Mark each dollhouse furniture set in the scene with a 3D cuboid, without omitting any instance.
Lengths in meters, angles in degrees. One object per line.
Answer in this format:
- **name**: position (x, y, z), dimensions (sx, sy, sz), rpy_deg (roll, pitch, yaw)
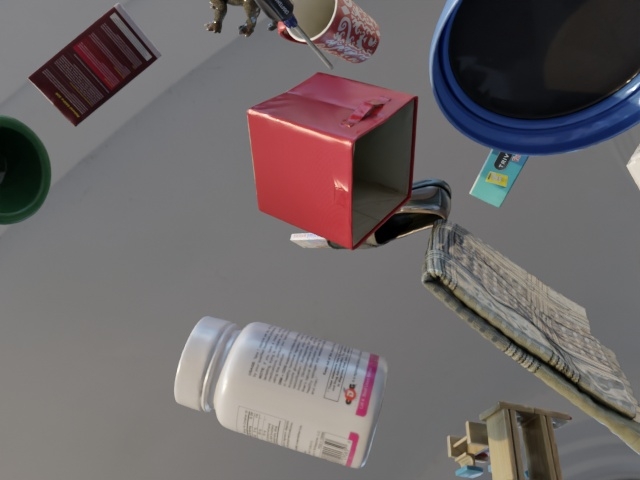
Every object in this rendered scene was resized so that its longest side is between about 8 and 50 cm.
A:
- **dollhouse furniture set**: position (0.306, 0.360, 0.913), dimensions (0.129, 0.129, 0.183), rpy_deg (12, -38, -9)

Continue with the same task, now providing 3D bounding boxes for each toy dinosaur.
- **toy dinosaur**: position (-0.135, -0.468, 1.047), dimensions (0.314, 0.121, 0.160), rpy_deg (19, -37, -1)

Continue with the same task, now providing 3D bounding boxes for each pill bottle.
- **pill bottle**: position (-0.054, 0.212, 0.832), dimensions (0.283, 0.160, 0.160), rpy_deg (15, -71, 6)

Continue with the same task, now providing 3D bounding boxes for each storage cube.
- **storage cube**: position (0.021, -0.130, 0.898), dimensions (0.184, 0.193, 0.214), rpy_deg (-41, -38, -39)

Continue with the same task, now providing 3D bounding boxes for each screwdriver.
- **screwdriver**: position (-0.018, -0.168, 0.463), dimensions (0.170, 0.024, 0.025), rpy_deg (28, -104, -69)

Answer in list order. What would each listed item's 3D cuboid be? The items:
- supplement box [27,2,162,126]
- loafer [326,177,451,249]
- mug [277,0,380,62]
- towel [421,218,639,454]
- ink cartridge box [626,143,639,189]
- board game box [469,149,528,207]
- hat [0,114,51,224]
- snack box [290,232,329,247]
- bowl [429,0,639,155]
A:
- **supplement box**: position (-0.465, -0.365, 1.188), dimensions (0.239, 0.073, 0.130), rpy_deg (-39, -66, 0)
- **loafer**: position (0.118, -0.034, 1.070), dimensions (0.268, 0.084, 0.096), rpy_deg (-23, -50, 28)
- **mug**: position (0.017, -0.403, 1.053), dimensions (0.169, 0.150, 0.113), rpy_deg (3, -67, -55)
- **towel**: position (0.280, 0.094, 0.761), dimensions (0.324, 0.312, 0.056), rpy_deg (38, -72, 3)
- **ink cartridge box**: position (0.562, -0.040, 0.713), dimensions (0.117, 0.207, 0.283), rpy_deg (-37, -84, -45)
- **board game box**: position (0.463, -0.275, 1.273), dimensions (0.254, 0.079, 0.336), rpy_deg (-49, -18, -48)
- **hat**: position (-0.598, -0.129, 0.989), dimensions (0.173, 0.184, 0.208), rpy_deg (21, -108, -56)
- **snack box**: position (0.000, 0.000, 1.604), dimensions (0.064, 0.178, 0.022), rpy_deg (33, -115, -43)
- **bowl**: position (0.366, -0.299, 0.874), dimensions (0.392, 0.077, 0.391), rpy_deg (4, -39, 3)
